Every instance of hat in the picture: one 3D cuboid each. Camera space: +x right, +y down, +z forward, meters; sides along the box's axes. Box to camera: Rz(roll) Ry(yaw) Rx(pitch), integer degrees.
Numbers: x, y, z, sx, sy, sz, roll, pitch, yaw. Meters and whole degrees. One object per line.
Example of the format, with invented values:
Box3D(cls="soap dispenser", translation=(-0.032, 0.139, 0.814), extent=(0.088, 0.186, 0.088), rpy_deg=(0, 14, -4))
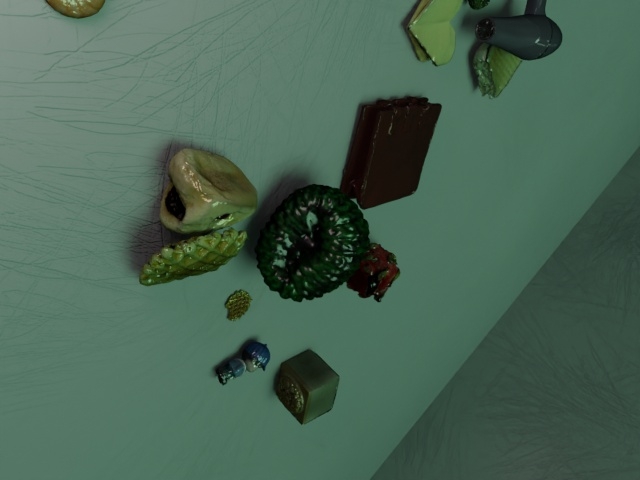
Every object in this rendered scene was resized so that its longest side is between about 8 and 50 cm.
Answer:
Box3D(cls="hat", translation=(0.000, 0.000, 1.357), extent=(0.274, 0.242, 0.332), rpy_deg=(-36, 173, 14))

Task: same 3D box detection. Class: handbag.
Box3D(cls="handbag", translation=(0.185, -0.228, 1.451), extent=(0.260, 0.084, 0.275), rpy_deg=(-19, 133, -39))

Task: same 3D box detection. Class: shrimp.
Box3D(cls="shrimp", translation=(-0.332, -0.381, 0.756), extent=(0.095, 0.045, 0.162), rpy_deg=(0, 127, -26))

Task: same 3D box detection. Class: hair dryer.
Box3D(cls="hair dryer", translation=(0.528, -0.655, 1.447), extent=(0.301, 0.121, 0.360), rpy_deg=(-8, 108, -37))

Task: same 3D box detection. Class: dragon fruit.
Box3D(cls="dragon fruit", translation=(0.155, 0.090, 1.638), extent=(0.172, 0.160, 0.166), rpy_deg=(-22, 93, -43))

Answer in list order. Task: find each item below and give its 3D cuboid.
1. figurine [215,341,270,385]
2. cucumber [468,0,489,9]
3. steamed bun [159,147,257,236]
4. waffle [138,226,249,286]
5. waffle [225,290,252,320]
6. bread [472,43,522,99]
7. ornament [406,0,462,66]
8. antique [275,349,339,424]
Box3D(cls="figurine", translation=(-0.205, 0.328, 1.501), extent=(0.149, 0.086, 0.087), rpy_deg=(-21, 95, -23))
Box3D(cls="cucumber", translation=(0.352, -0.628, 1.323), extent=(0.058, 0.058, 0.187), rpy_deg=(-52, 144, -2))
Box3D(cls="steamed bun", translation=(-0.227, -0.071, 1.064), extent=(0.155, 0.140, 0.172), rpy_deg=(-42, 157, 25))
Box3D(cls="waffle", translation=(-0.251, 0.036, 1.112), extent=(0.214, 0.054, 0.208), rpy_deg=(-15, 170, -38))
Box3D(cls="waffle", translation=(-0.204, 0.160, 1.395), extent=(0.078, 0.016, 0.085), rpy_deg=(-44, 146, -20))
Box3D(cls="bread", translation=(0.497, -0.488, 1.596), extent=(0.232, 0.064, 0.172), rpy_deg=(-17, 119, -43))
Box3D(cls="ornament", translation=(0.264, -0.512, 1.322), extent=(0.180, 0.059, 0.201), rpy_deg=(-22, 132, -36))
Box3D(cls="antique", translation=(-0.047, 0.450, 1.721), extent=(0.148, 0.147, 0.151), rpy_deg=(-18, 131, -38))
